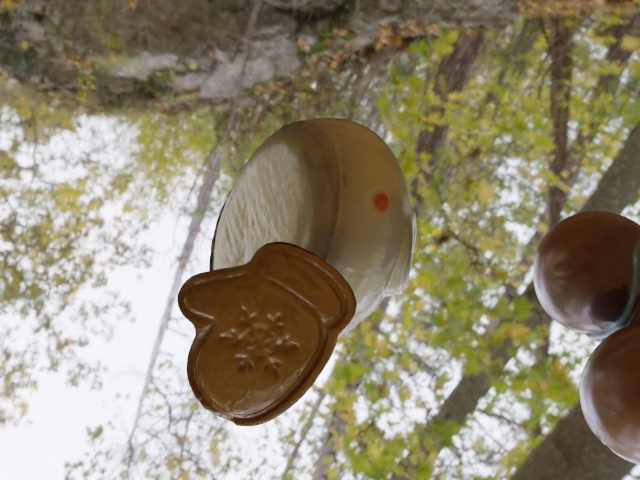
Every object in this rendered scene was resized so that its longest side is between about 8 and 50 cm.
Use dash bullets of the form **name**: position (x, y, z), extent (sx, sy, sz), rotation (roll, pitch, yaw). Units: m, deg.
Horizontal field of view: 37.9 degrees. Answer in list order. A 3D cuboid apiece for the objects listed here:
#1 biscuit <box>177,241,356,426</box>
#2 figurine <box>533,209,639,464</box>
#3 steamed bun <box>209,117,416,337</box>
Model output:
- **biscuit**: position (-0.049, 0.063, 0.661), extent (0.118, 0.140, 0.023), rotation (28, -167, 1)
- **figurine**: position (0.418, 0.038, 0.853), extent (0.248, 0.388, 0.276), rotation (35, -150, -31)
- **steamed bun**: position (0.000, 0.000, 0.787), extent (0.131, 0.228, 0.177), rotation (6, -133, -30)
